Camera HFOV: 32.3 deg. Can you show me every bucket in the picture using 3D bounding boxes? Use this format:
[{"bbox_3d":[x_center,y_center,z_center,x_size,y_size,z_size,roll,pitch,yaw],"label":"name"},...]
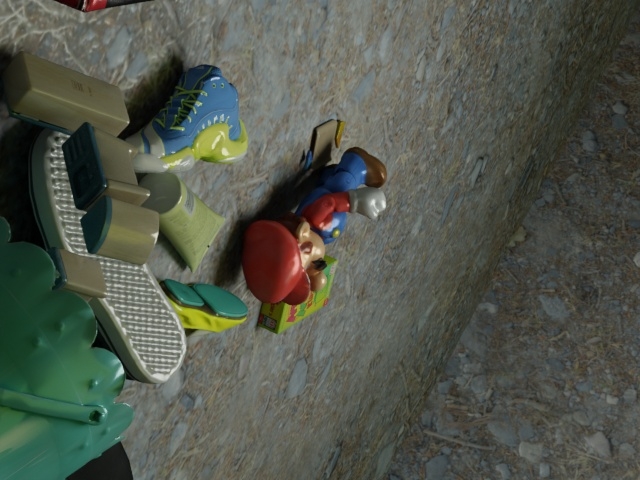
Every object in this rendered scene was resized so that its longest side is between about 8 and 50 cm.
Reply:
[{"bbox_3d":[-0.326,0.126,0.981,0.183,0.281,0.281,-39,146,-36],"label":"bucket"}]

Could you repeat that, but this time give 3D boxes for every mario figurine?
[{"bbox_3d":[0.000,0.000,1.756,0.320,0.170,0.198,-50,155,-40],"label":"mario figurine"}]

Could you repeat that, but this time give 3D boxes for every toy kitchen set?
[{"bbox_3d":[-0.271,-0.044,1.086,0.122,0.207,0.166,18,131,-45],"label":"toy kitchen set"}]

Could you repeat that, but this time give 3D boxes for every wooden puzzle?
[{"bbox_3d":[0.004,-0.159,1.816,0.116,0.014,0.078,-26,131,-59],"label":"wooden puzzle"}]

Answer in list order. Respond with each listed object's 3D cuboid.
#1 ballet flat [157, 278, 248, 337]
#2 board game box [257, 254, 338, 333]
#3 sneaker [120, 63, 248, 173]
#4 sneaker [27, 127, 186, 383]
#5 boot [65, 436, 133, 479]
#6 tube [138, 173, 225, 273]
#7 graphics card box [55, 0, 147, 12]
[{"bbox_3d":[-0.186,0.101,1.567,0.077,0.077,0.231,-48,158,10],"label":"ballet flat"},{"bbox_3d":[-0.037,0.090,1.924,0.181,0.043,0.092,-27,136,-59],"label":"board game box"},{"bbox_3d":[-0.174,-0.149,1.336,0.240,0.091,0.126,-19,110,-62],"label":"sneaker"},{"bbox_3d":[-0.267,0.021,1.231,0.126,0.127,0.321,-42,123,-45],"label":"sneaker"},{"bbox_3d":[-0.363,0.357,1.286,0.367,0.146,0.445,-50,153,-29],"label":"boot"},{"bbox_3d":[-0.180,-0.025,1.465,0.070,0.062,0.240,-21,161,4],"label":"tube"},{"bbox_3d":[-0.143,-0.375,1.137,0.371,0.094,0.232,-30,138,-55],"label":"graphics card box"}]
